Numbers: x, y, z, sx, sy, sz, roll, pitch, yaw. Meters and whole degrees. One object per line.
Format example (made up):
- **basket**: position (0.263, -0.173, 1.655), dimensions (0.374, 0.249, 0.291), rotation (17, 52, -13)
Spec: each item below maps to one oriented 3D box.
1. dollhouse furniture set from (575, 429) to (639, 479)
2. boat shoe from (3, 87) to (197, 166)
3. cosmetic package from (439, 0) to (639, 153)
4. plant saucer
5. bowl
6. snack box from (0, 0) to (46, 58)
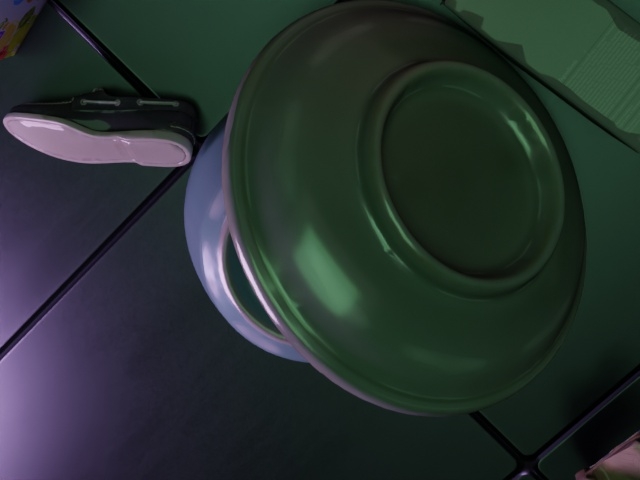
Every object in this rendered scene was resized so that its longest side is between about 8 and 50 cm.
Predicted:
- **dollhouse furniture set**: position (0.519, 0.285, 1.214), dimensions (0.362, 0.256, 0.394), rotation (-37, 79, 6)
- **boat shoe**: position (-0.228, -0.124, 1.255), dimensions (0.206, 0.075, 0.065), rotation (7, 62, 9)
- **cosmetic package**: position (0.235, -0.195, 1.143), dimensions (0.238, 0.127, 0.107), rotation (39, 103, -6)
- **plant saucer**: position (0.110, -0.046, 1.076), dimensions (0.400, 0.400, 0.100), rotation (52, 146, -8)
- **bowl**: position (0.000, 0.000, 1.200), dimensions (0.311, 0.163, 0.311), rotation (1, 105, 5)
- **snack box**: position (-0.299, -0.270, 1.153), dimensions (0.070, 0.174, 0.207), rotation (33, 106, -4)
